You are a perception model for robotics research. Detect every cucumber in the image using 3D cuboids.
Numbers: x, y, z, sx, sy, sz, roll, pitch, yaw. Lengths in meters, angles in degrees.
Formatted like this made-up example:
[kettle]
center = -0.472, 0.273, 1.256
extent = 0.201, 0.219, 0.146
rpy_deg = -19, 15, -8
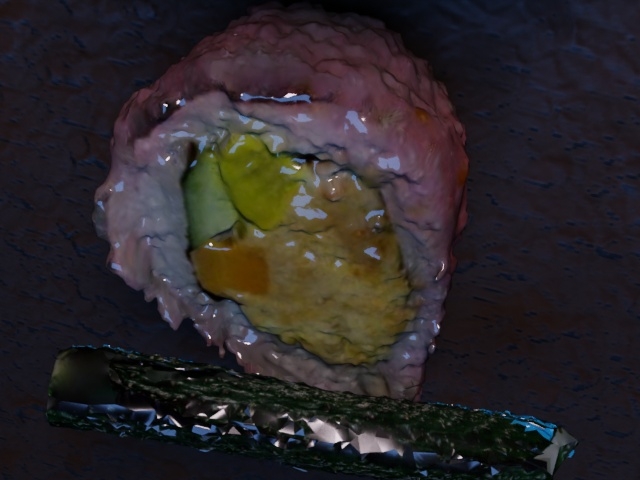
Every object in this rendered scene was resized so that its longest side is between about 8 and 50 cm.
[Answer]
[cucumber]
center = -0.003, 0.090, 0.580
extent = 0.257, 0.043, 0.044
rpy_deg = 9, 137, -5

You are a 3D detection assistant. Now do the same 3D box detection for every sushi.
[sushi]
center = 0.012, -0.011, 0.592
extent = 0.161, 0.107, 0.241
rpy_deg = -36, 118, 29
